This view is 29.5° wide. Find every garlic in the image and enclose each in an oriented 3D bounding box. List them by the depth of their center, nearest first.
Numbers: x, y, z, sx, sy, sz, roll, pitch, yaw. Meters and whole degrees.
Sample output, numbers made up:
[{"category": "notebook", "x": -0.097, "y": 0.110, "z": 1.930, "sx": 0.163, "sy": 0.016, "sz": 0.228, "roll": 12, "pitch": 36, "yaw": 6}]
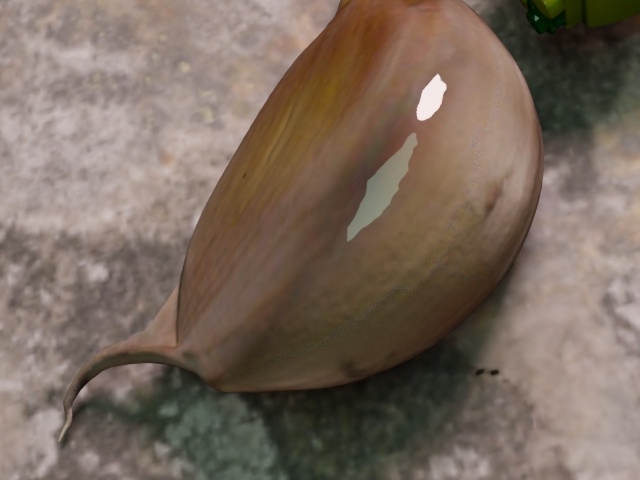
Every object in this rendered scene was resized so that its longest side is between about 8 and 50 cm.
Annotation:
[{"category": "garlic", "x": -0.002, "y": 0.003, "z": 0.513, "sx": 0.128, "sy": 0.148, "sz": 0.266, "roll": 44, "pitch": 78, "yaw": -12}]

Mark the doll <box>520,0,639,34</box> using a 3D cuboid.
[{"category": "doll", "x": 0.164, "y": -0.148, "z": 0.517, "sx": 0.186, "sy": 0.106, "sz": 0.134, "roll": -8, "pitch": 79, "yaw": 12}]
